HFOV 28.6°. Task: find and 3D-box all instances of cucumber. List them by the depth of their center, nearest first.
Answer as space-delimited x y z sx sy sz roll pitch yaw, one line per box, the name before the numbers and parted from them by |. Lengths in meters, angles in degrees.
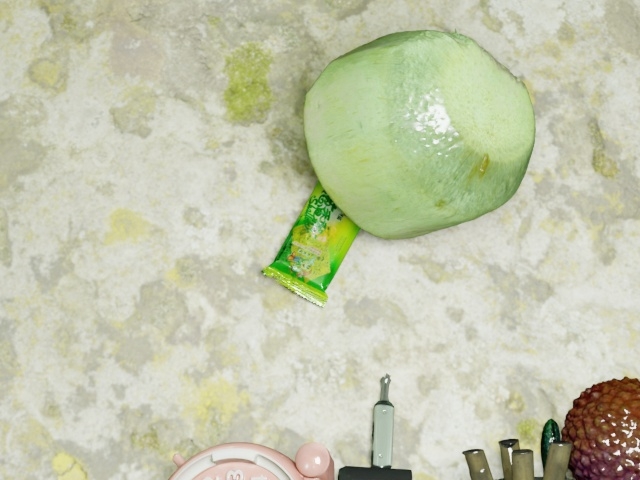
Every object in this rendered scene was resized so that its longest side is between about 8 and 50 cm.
cucumber | 0.315 0.305 1.691 0.032 0.032 0.133 -2 68 -4

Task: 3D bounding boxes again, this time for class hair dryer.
hair dryer | 0.077 0.269 1.692 0.100 0.057 0.198 6 59 0

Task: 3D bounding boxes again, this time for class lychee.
lychee | 0.400 0.271 1.638 0.188 0.188 0.188 1 67 -2

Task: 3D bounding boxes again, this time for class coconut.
coconut | 0.127 -0.148 1.738 0.328 0.328 0.281 -1 81 -3

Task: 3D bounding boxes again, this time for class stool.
stool | 0.231 0.332 1.598 0.228 0.153 0.139 -5 88 1

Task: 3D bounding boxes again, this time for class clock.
clock | -0.103 0.373 1.596 0.241 0.142 0.227 -1 67 7

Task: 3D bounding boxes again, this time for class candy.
candy | 0.000 0.000 1.802 0.102 0.032 0.178 26 69 8
